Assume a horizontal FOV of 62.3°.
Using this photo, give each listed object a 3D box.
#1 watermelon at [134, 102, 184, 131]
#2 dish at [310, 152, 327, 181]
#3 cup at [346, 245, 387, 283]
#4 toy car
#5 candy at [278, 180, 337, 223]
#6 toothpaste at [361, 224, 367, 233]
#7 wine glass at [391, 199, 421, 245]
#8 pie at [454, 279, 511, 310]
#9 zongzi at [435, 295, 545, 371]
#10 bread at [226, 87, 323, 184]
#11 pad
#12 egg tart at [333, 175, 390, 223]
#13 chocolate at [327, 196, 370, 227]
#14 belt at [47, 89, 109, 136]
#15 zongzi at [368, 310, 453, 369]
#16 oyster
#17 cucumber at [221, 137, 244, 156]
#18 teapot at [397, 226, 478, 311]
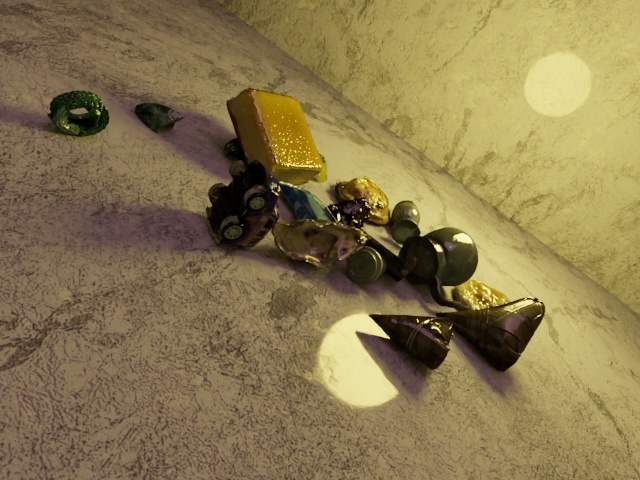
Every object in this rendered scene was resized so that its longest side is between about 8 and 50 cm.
[{"bbox_3d":[-0.551,-0.407,1.761,0.155,0.080,0.101,33,61,-9],"label":"watermelon"},{"bbox_3d":[-0.029,-0.314,2.188,0.208,0.080,0.149,1,42,-47],"label":"dish"},{"bbox_3d":[0.157,0.077,1.713,0.120,0.120,0.141,44,18,17],"label":"cup"},{"bbox_3d":[-0.196,-0.095,1.454,0.158,0.235,0.172,27,25,-44],"label":"toy car"},{"bbox_3d":[-0.028,-0.096,1.826,0.187,0.077,0.331,18,32,-45],"label":"candy"},{"bbox_3d":[0.161,-0.019,1.972,0.052,0.033,0.218,15,37,-29],"label":"toothpaste"},{"bbox_3d":[0.353,-0.080,2.198,0.126,0.126,0.241,32,25,-6],"label":"wine glass"},{"bbox_3d":[0.642,0.264,2.011,0.338,0.075,0.337,27,29,-16],"label":"pie"},{"bbox_3d":[0.583,0.256,1.818,0.300,0.138,0.286,31,56,23],"label":"zongzi"},{"bbox_3d":[-0.160,-0.377,1.937,0.324,0.143,0.333,-6,74,-55],"label":"bread"},{"bbox_3d":[0.194,0.048,1.790,0.235,0.158,0.003,38,67,5],"label":"pad"},{"bbox_3d":[0.187,-0.184,2.194,0.291,0.107,0.291,28,26,-15],"label":"egg tart"},{"bbox_3d":[0.114,-0.100,1.872,0.156,0.133,0.156,53,1,-1],"label":"chocolate"},{"bbox_3d":[-0.650,-0.337,1.432,0.151,0.121,0.079,-5,49,-47],"label":"belt"},{"bbox_3d":[0.279,0.249,1.578,0.241,0.111,0.248,34,20,12],"label":"zongzi"},{"bbox_3d":[-0.003,-0.003,1.602,0.341,0.166,0.110,-15,10,-37],"label":"oyster"},{"bbox_3d":[-0.265,-0.346,1.963,0.077,0.077,0.265,46,27,21],"label":"cucumber"},{"bbox_3d":[0.412,0.105,1.929,0.285,0.305,0.223,-2,0,-42],"label":"teapot"}]
